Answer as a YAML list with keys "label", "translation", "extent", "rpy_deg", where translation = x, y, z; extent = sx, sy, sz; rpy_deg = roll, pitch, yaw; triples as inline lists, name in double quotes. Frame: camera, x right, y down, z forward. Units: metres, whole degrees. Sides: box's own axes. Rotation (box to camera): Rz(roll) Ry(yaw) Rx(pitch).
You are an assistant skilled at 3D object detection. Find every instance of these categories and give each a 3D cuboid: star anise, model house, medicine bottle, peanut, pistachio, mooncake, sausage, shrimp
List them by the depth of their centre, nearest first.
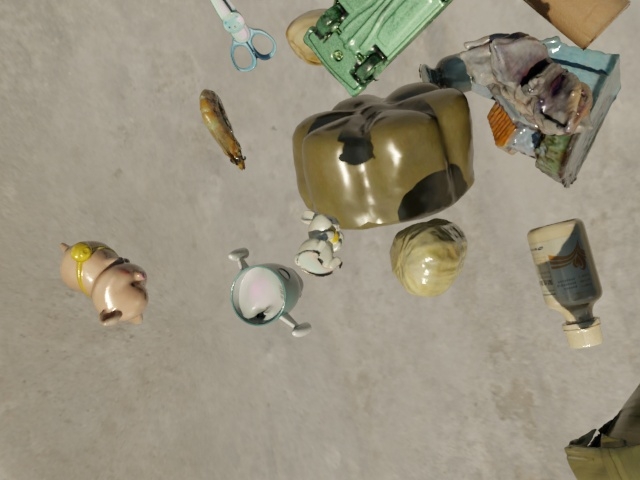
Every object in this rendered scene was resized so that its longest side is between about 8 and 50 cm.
- label: "star anise"
  translation: [0.290, -0.210, 0.916]
  extent: [0.229, 0.236, 0.093]
  rpy_deg: [30, 109, -38]
- label: "medicine bottle"
  translation: [0.497, 0.087, 1.334]
  extent: [0.114, 0.114, 0.252]
  rpy_deg: [-14, 87, -11]
- label: "sausage"
  translation: [0.479, -0.505, 1.339]
  extent: [0.123, 0.123, 0.253]
  rpy_deg: [-44, 81, -12]
- label: "peanut"
  translation: [0.225, 0.028, 1.374]
  extent: [0.152, 0.313, 0.152]
  rpy_deg: [4, 101, 20]
- label: "shrimp"
  translation: [-0.203, -0.236, 1.430]
  extent: [0.042, 0.101, 0.190]
  rpy_deg: [-18, 109, 22]
- label: "model house"
  translation: [0.494, -0.331, 1.600]
  extent: [0.339, 0.360, 0.297]
  rpy_deg: [29, 103, 22]
- label: "mooncake"
  translation: [0.152, -0.221, 1.671]
  extent: [0.467, 0.467, 0.262]
  rpy_deg: [-20, 115, -12]
- label: "pistachio"
  translation: [0.014, -0.530, 1.742]
  extent: [0.215, 0.144, 0.143]
  rpy_deg: [-9, 85, -22]

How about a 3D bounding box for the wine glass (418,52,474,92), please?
- label: "wine glass"
  translation: [0.385, -0.463, 1.857]
  extent: [0.205, 0.111, 0.111]
  rpy_deg: [-12, 85, 0]

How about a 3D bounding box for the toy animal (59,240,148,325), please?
- label: "toy animal"
  translation: [-0.501, 0.083, 1.539]
  extent: [0.248, 0.165, 0.149]
  rpy_deg: [43, 105, 16]

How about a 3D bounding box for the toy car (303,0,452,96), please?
- label: "toy car"
  translation: [0.119, -0.365, 0.999]
  extent: [0.141, 0.321, 0.097]
  rpy_deg: [49, 35, 1]

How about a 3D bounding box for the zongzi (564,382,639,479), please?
- label: "zongzi"
  translation: [0.552, 0.179, 0.814]
  extent: [0.181, 0.418, 0.447]
  rpy_deg: [43, 74, 4]

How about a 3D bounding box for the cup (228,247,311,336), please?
- label: "cup"
  translation: [-0.129, 0.135, 1.794]
  extent: [0.167, 0.173, 0.299]
  rpy_deg: [-45, 78, 20]

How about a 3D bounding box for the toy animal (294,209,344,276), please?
- label: "toy animal"
  translation: [0.004, -0.002, 1.117]
  extent: [0.071, 0.085, 0.124]
  rpy_deg: [35, 52, -21]

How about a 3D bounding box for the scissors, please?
- label: "scissors"
  translation: [-0.219, -0.551, 1.694]
  extent: [0.125, 0.030, 0.256]
  rpy_deg: [-31, 125, 8]
